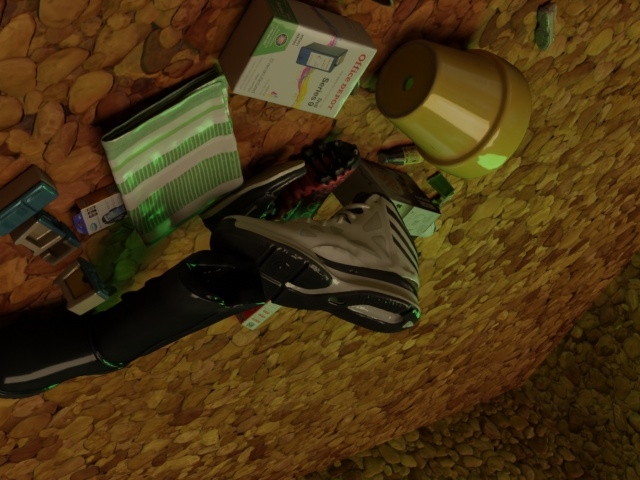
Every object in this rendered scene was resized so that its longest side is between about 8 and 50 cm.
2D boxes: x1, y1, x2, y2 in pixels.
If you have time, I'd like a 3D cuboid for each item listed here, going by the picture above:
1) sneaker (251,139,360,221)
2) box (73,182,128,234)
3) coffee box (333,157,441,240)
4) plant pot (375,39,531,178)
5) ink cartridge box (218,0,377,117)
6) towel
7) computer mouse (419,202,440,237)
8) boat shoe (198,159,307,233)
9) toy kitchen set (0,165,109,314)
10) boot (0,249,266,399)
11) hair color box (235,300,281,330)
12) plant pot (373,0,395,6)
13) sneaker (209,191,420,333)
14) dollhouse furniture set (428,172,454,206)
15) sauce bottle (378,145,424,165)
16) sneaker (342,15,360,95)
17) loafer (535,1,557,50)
[{"bbox_3d":[-0.032,-0.103,2.000,0.276,0.097,0.135,-35,153,2],"label":"sneaker"},{"bbox_3d":[-0.379,-0.062,1.740,0.136,0.028,0.081,-25,151,-17],"label":"box"},{"bbox_3d":[0.146,-0.090,2.178,0.098,0.141,0.246,-46,151,20],"label":"coffee box"},{"bbox_3d":[0.244,-0.275,1.915,0.239,0.254,0.254,19,122,-39],"label":"plant pot"},{"bbox_3d":[-0.037,-0.308,1.622,0.212,0.093,0.154,9,130,-36],"label":"ink cartridge box"},{"bbox_3d":[-0.248,-0.138,1.725,0.248,0.038,0.325,-35,154,-18],"label":"towel"},{"bbox_3d":[0.254,-0.045,2.435,0.106,0.042,0.193,6,160,15],"label":"computer mouse"},{"bbox_3d":[-0.125,-0.084,1.914,0.233,0.084,0.079,-31,108,-2],"label":"boat shoe"},{"bbox_3d":[-0.438,0.007,1.625,0.122,0.166,0.207,-37,153,3],"label":"toy kitchen set"},{"bbox_3d":[-0.368,0.154,1.781,0.445,0.146,0.367,-22,173,38],"label":"boot"},{"bbox_3d":[-0.134,0.151,2.342,0.141,0.043,0.072,-40,153,5],"label":"hair color box"},{"bbox_3d":[0.077,-0.507,1.386,0.254,0.237,0.237,-55,150,5],"label":"plant pot"},{"bbox_3d":[0.000,0.001,1.939,0.447,0.257,0.169,22,140,-19],"label":"sneaker"},{"bbox_3d":[0.292,-0.117,2.433,0.076,0.058,0.152,-41,173,-7],"label":"dollhouse furniture set"},{"bbox_3d":[0.183,-0.187,2.174,0.128,0.042,0.042,-14,145,-40],"label":"sauce bottle"},{"bbox_3d":[0.026,-0.330,1.764,0.071,0.066,0.188,-16,146,-2],"label":"sneaker"},{"bbox_3d":[0.493,-0.462,2.101,0.039,0.045,0.125,-37,151,-13],"label":"loafer"}]
